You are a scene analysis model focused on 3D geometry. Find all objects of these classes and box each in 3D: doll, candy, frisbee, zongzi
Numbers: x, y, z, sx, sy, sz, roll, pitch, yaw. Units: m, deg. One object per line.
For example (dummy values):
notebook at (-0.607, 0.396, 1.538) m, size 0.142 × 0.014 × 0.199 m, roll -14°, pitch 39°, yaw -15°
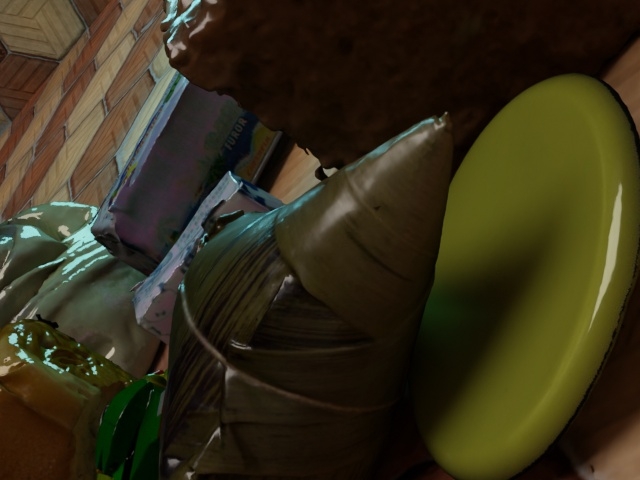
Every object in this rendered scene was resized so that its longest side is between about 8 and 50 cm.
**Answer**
doll at (-0.116, 0.160, 0.844) m, size 0.186 × 0.106 × 0.134 m, roll -1°, pitch 70°, yaw 64°
candy at (-0.090, 0.026, 0.994) m, size 0.160 × 0.092 × 0.073 m, roll -52°, pitch 21°, yaw 6°
frisbee at (0.101, 0.018, 0.621) m, size 0.236 × 0.017 × 0.236 m, roll -164°, pitch 90°, yaw -73°
zongzi at (0.000, 0.000, 0.698) m, size 0.274 × 0.145 × 0.300 m, roll -100°, pitch 29°, yaw -59°

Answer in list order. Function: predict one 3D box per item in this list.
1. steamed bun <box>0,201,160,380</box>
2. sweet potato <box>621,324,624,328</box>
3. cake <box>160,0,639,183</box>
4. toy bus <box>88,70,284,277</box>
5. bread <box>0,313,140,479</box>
steamed bun at (-0.307, 0.088, 1.203) m, size 0.268 × 0.207 × 0.280 m, roll -41°, pitch 29°, yaw 33°
sweet potato at (0.149, -0.025, 0.630) m, size 0.056 × 0.056 × 0.194 m, roll -39°, pitch 34°, yaw 37°
cake at (0.052, -0.205, 0.797) m, size 0.282 × 0.256 × 0.290 m, roll -47°, pitch 30°, yaw 21°
toy bus at (-0.109, -0.109, 1.155) m, size 0.112 × 0.138 × 0.317 m, roll -6°, pitch 55°, yaw 61°
bread at (-0.289, 0.240, 0.982) m, size 0.344 × 0.195 × 0.149 m, roll -52°, pitch 16°, yaw 17°
